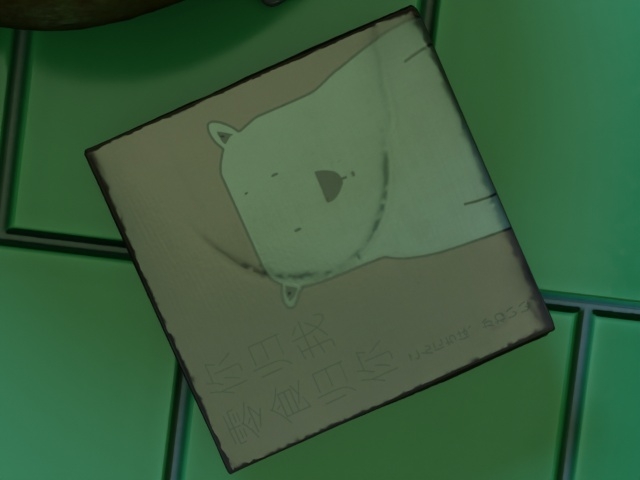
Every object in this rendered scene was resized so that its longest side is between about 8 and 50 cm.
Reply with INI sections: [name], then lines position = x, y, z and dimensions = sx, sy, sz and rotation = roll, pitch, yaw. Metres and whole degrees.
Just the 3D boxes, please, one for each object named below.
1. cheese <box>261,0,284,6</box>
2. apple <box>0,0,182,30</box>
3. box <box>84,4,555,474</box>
[cheese]
position = 0.043, -0.203, 0.861
dimensions = 0.192, 0.037, 0.097
rotation = -31, 92, -1
[apple]
position = -0.148, -0.300, 0.702
dimensions = 0.400, 0.333, 0.400
rotation = -2, 97, -19
[box]
position = 0.000, 0.000, 0.842
dimensions = 0.215, 0.086, 0.215
rotation = -24, 93, -2
